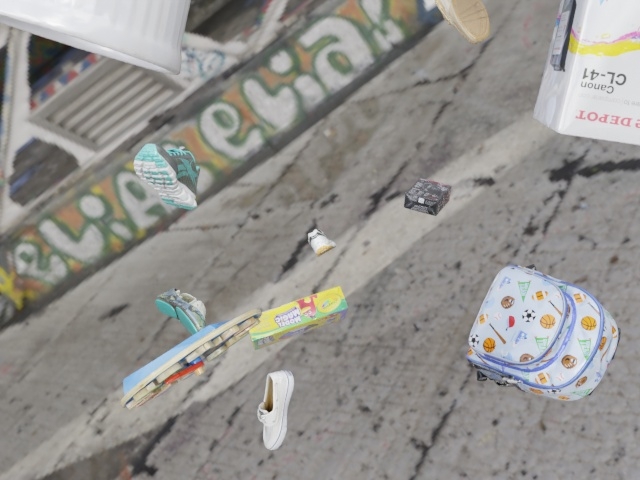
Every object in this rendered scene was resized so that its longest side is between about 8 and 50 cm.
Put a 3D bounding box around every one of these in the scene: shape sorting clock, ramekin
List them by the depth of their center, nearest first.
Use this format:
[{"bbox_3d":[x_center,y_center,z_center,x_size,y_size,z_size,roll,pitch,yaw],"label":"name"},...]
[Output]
[{"bbox_3d":[-0.274,-0.290,0.987,0.277,0.277,0.135,28,103,63],"label":"ramekin"},{"bbox_3d":[-0.158,0.149,1.102,0.206,0.040,0.206,-31,-6,-4],"label":"shape sorting clock"}]

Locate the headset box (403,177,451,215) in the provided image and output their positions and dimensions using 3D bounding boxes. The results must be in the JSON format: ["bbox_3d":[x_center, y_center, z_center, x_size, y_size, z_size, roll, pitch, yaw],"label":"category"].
[{"bbox_3d":[0.191,-0.079,1.567,0.062,0.032,0.083,16,29,20],"label":"headset box"}]

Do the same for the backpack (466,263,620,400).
[{"bbox_3d":[0.445,0.185,1.766,0.263,0.213,0.277,20,84,36],"label":"backpack"}]

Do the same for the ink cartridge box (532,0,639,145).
[{"bbox_3d":[0.463,-0.297,1.282,0.226,0.307,0.131,8,16,-4],"label":"ink cartridge box"}]

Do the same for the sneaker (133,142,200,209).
[{"bbox_3d":[-0.218,-0.109,1.286,0.064,0.166,0.076,10,71,13],"label":"sneaker"}]

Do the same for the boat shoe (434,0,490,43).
[{"bbox_3d":[0.247,-0.416,1.587,0.063,0.170,0.059,-20,-18,-17],"label":"boat shoe"}]

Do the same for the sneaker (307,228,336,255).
[{"bbox_3d":[0.000,0.000,1.225,0.031,0.037,0.083,-32,-5,-1],"label":"sneaker"}]

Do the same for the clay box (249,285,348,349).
[{"bbox_3d":[-0.061,0.157,1.712,0.221,0.053,0.127,-20,-13,-6],"label":"clay box"}]

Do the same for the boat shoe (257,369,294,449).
[{"bbox_3d":[-0.059,0.201,1.043,0.035,0.035,0.100,32,114,51],"label":"boat shoe"}]

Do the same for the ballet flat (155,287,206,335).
[{"bbox_3d":[-0.274,0.141,1.827,0.070,0.070,0.188,-46,40,-15],"label":"ballet flat"}]
